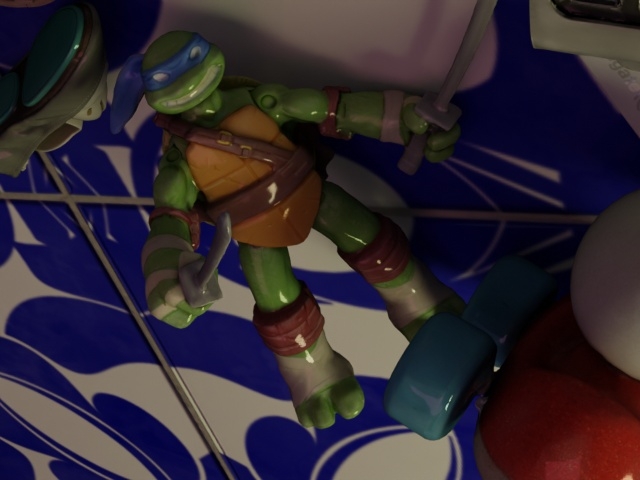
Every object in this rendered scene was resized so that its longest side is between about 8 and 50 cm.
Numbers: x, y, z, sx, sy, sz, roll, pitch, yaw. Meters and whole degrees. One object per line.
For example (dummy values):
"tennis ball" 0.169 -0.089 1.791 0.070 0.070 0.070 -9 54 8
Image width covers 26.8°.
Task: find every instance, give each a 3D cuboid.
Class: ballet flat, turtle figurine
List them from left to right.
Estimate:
"ballet flat" -0.185 -0.101 0.930 0.068 0.072 0.213 18 152 -33
"turtle figurine" 0.000 0.000 0.808 0.275 0.198 0.266 1 138 37

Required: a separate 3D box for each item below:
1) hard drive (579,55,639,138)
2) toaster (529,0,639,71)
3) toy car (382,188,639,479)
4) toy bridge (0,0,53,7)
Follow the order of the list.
"hard drive" 0.235 -0.159 0.603 0.307 0.040 0.203 -19 122 43
"toaster" 0.175 -0.150 0.528 0.168 0.110 0.185 12 139 20
"toy car" 0.195 0.041 0.766 0.219 0.210 0.238 32 121 17
"toy bridge" -0.197 -0.181 0.865 0.188 0.026 0.063 4 138 30
